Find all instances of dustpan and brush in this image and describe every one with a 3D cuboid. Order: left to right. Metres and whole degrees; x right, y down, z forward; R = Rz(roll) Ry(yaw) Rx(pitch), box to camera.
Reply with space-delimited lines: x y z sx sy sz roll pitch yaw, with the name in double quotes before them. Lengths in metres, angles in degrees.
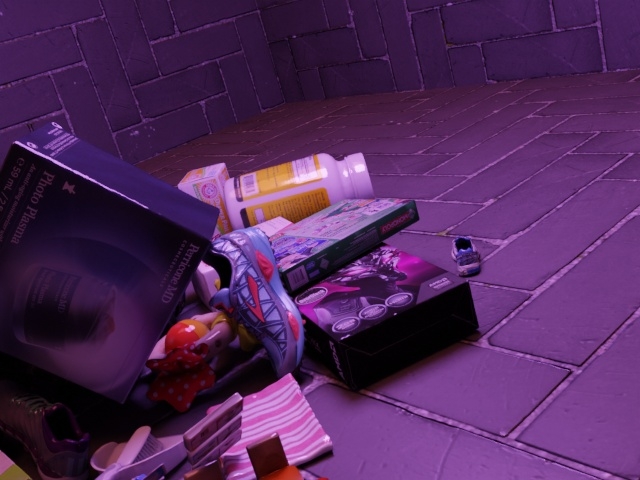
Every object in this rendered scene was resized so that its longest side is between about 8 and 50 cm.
"dustpan and brush" -0.257 0.298 0.952 0.147 0.060 0.211 -12 17 13

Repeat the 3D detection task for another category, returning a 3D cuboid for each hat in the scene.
"hat" -0.463 0.207 1.215 0.332 0.133 0.331 16 3 -1

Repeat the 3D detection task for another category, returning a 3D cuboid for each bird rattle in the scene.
"bird rattle" -0.208 0.185 1.221 0.207 0.143 0.253 -12 29 48

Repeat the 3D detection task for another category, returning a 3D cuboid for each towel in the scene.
"towel" -0.077 0.257 0.984 0.144 0.029 0.197 -21 20 -11

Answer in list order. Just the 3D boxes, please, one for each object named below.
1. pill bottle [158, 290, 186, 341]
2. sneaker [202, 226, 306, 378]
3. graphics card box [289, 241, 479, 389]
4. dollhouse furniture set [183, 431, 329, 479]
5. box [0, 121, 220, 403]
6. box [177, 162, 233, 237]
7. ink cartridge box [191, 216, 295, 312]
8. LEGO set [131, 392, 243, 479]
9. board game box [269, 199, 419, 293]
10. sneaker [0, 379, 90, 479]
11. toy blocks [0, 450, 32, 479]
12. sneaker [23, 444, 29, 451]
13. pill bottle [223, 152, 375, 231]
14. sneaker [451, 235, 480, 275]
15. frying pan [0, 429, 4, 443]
"pill bottle" -0.326 0.084 1.419 0.123 0.122 0.219 -12 50 11
"sneaker" -0.116 0.107 1.136 0.125 0.261 0.104 -11 -26 -32
"graphics card box" 0.063 0.100 1.210 0.233 0.094 0.371 -22 21 -17
"dollhouse furniture set" -0.096 0.307 0.696 0.259 0.135 0.262 -22 20 -15
"box" -0.346 0.031 1.061 0.294 0.296 0.182 27 14 -13
"box" -0.265 -0.075 1.786 0.103 0.203 0.114 -13 19 8
"ink cartridge box" -0.150 0.047 1.514 0.237 0.100 0.172 -22 19 -18
"LEGO set" -0.198 0.270 0.829 0.244 0.182 0.060 -37 70 -24
"board game box" 0.000 0.000 1.334 0.317 0.046 0.214 -28 18 -31
"sneaker" -0.395 0.249 1.029 0.224 0.098 0.083 34 26 28
"toy blocks" -0.512 0.356 0.886 0.382 0.190 0.261 7 41 48
"sneaker" -0.464 0.295 1.149 0.047 0.057 0.119 -25 23 -29
"pill bottle" -0.045 -0.097 1.698 0.334 0.187 0.188 -15 19 2
"sneaker" 0.270 0.014 1.334 0.052 0.058 0.135 -14 19 7
"frying pan" -0.569 0.284 1.182 0.053 0.197 0.326 -29 -22 -31
